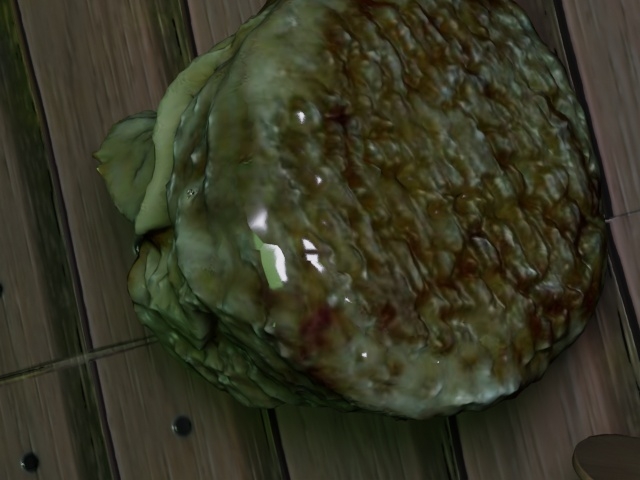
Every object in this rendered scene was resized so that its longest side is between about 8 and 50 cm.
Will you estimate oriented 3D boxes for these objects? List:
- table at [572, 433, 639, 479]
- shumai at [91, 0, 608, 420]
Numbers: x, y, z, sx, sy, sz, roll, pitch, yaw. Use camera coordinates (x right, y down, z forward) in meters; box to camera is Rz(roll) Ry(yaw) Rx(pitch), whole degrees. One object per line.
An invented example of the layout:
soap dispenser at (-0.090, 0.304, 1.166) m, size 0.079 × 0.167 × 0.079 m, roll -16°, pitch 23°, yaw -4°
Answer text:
table at (0.243, 0.285, 1.337) m, size 0.167 × 0.167 × 0.226 m, roll 21°, pitch 107°, yaw 23°
shumai at (0.000, 0.000, 1.377) m, size 0.348 × 0.395 × 0.395 m, roll -34°, pitch 75°, yaw 46°
